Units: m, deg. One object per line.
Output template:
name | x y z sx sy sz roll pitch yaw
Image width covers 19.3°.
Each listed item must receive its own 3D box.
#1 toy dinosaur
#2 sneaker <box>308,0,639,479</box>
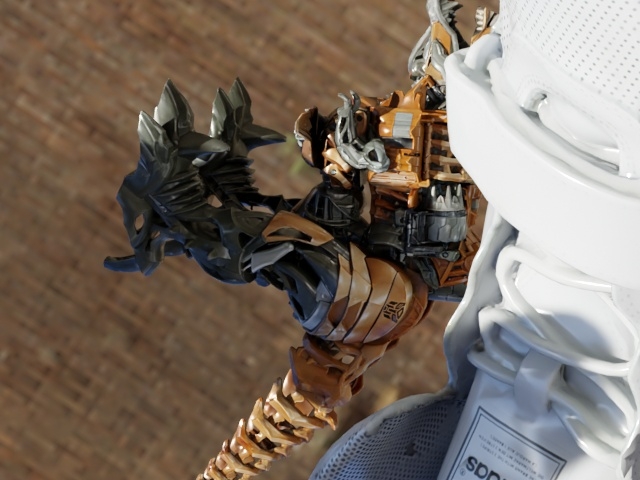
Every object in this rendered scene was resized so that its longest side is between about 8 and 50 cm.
toy dinosaur | 0.000 0.000 1.101 0.218 0.322 0.164 27 169 10
sneaker | 0.087 0.020 0.577 0.137 0.210 0.366 37 171 38
